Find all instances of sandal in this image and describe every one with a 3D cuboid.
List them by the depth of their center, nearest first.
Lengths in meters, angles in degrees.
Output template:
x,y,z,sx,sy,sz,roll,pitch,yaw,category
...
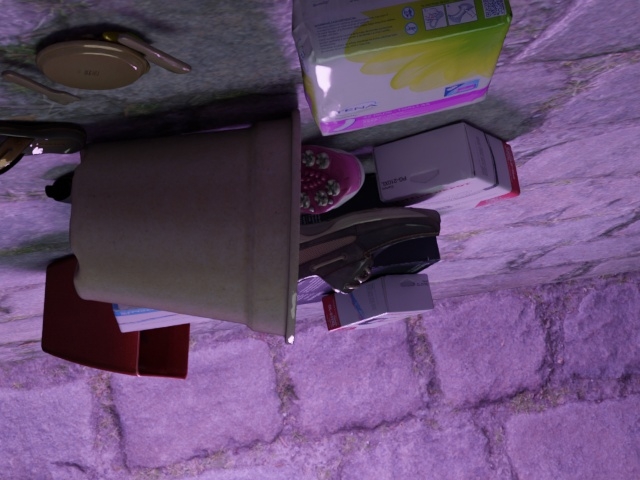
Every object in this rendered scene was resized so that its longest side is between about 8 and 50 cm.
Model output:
x,y,z,sx,sy,sz,roll,pitch,yaw,category
-0.413,-0.115,1.558,0.219,0.060,0.090,-3,167,-33,sandal

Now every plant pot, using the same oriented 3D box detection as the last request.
x,y,z,sx,sy,sz,roll,pitch,yaw,category
-0.185,-0.024,1.674,0.306,0.333,0.334,2,168,-2,plant pot
-0.424,0.145,2.437,0.236,0.267,0.267,1,172,15,plant pot

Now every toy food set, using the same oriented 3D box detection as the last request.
x,y,z,sx,sy,sz,roll,pitch,yaw,category
-0.254,-0.204,1.332,0.192,0.038,0.132,-10,163,29,toy food set

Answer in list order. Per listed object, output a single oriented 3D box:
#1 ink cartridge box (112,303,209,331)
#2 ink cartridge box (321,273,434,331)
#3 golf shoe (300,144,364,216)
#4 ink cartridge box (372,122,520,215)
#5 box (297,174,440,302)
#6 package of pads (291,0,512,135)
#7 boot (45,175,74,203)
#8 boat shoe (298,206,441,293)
x,y,z,sx,sy,sz,roll,pitch,yaw,category
-0.278,0.038,2.104,0.197,0.198,0.270,-9,169,-8,ink cartridge box
0.109,0.119,2.259,0.128,0.072,0.175,-1,166,-41,ink cartridge box
-0.005,-0.097,1.939,0.140,0.115,0.306,-13,180,-34,golf shoe
0.216,-0.116,2.015,0.172,0.100,0.237,-15,168,25,ink cartridge box
0.011,0.009,2.262,0.313,0.178,0.343,-6,169,-19,box
0.086,-0.221,1.365,0.229,0.101,0.296,-11,168,0,package of pads
-0.310,-0.079,1.818,0.198,0.076,0.137,-19,161,36,boot
0.033,0.024,1.979,0.356,0.130,0.132,-11,180,14,boat shoe
